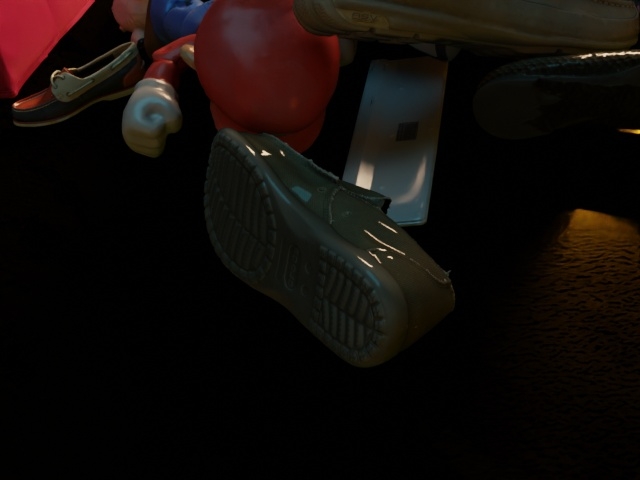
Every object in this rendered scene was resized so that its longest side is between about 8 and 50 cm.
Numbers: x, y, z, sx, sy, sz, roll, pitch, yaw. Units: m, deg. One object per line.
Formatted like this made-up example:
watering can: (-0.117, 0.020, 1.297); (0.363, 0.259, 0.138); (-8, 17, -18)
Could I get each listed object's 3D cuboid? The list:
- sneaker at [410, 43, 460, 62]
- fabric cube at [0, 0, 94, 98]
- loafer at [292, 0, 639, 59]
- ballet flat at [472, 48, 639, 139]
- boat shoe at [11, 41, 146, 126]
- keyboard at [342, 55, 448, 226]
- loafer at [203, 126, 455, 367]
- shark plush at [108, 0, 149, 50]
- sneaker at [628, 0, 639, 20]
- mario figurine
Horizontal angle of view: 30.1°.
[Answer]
sneaker: (0.051, -0.259, 1.082); (0.153, 0.094, 0.235); (25, 32, -22)
fabric cube: (-0.420, -0.313, 1.244); (0.254, 0.258, 0.259); (-1, 37, 17)
loafer: (0.127, -0.203, 0.932); (0.320, 0.111, 0.112); (2, 6, -33)
ballet flat: (0.237, -0.113, 0.896); (0.250, 0.084, 0.058); (0, 34, 29)
boat shoe: (-0.232, -0.148, 1.135); (0.137, 0.043, 0.049); (-21, 37, -8)
keyboard: (0.062, -0.087, 0.976); (0.072, 0.014, 0.256); (0, 37, 11)
loafer: (0.000, 0.000, 0.824); (0.087, 0.094, 0.251); (-7, 37, -35)
shark plush: (-0.183, -0.237, 1.260); (0.067, 0.073, 0.161); (-10, 9, -29)
sneaker: (0.278, -0.202, 1.034); (0.057, 0.047, 0.119); (-13, 27, 12)
mario figurine: (-0.068, -0.141, 1.037); (0.198, 0.170, 0.320); (-50, 25, 7)
